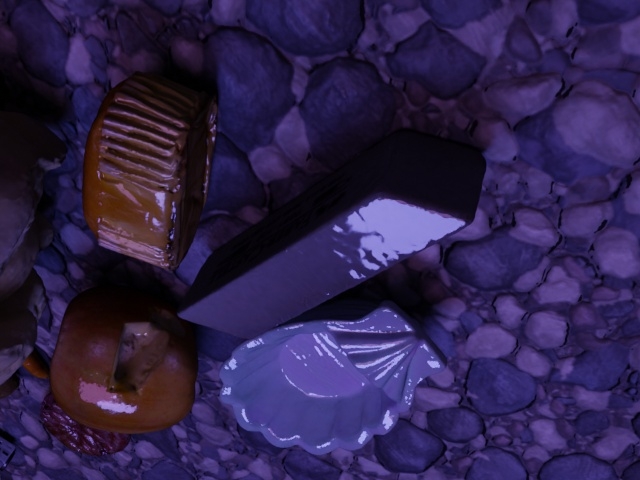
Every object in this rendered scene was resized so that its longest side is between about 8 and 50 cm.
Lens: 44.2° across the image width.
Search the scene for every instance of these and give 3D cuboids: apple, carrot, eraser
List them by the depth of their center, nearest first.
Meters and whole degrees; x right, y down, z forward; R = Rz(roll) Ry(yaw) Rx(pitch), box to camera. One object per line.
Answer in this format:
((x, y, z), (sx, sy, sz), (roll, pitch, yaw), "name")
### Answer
((-0.001, -0.001, 0.795), (0.352, 0.111, 0.077), (-30, 112, 36), "eraser")
((-0.237, 0.153, 0.971), (0.199, 0.199, 0.199), (10, 131, 11), "apple")
((-0.442, 0.137, 1.114), (0.037, 0.037, 0.190), (-13, 125, 27), "carrot")

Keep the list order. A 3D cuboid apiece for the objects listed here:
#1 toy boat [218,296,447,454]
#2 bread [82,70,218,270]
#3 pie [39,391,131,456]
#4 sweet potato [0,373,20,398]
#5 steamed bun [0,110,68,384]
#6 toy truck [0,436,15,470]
((0.012, 0.146, 0.921), (0.290, 0.100, 0.199), (-30, 115, 37), "toy boat")
((-0.169, -0.070, 0.780), (0.114, 0.132, 0.191), (21, 128, 1), "bread")
((-0.360, 0.281, 1.206), (0.154, 0.036, 0.155), (10, 132, 12), "pie")
((-0.520, 0.141, 1.118), (0.077, 0.077, 0.244), (-9, 126, 26), "sweet potato")
((-0.412, 0.022, 0.861), (0.324, 0.230, 0.373), (25, 105, 34), "steamed bun")
((-0.620, 0.409, 1.345), (0.101, 0.125, 0.242), (38, 129, -13), "toy truck")
